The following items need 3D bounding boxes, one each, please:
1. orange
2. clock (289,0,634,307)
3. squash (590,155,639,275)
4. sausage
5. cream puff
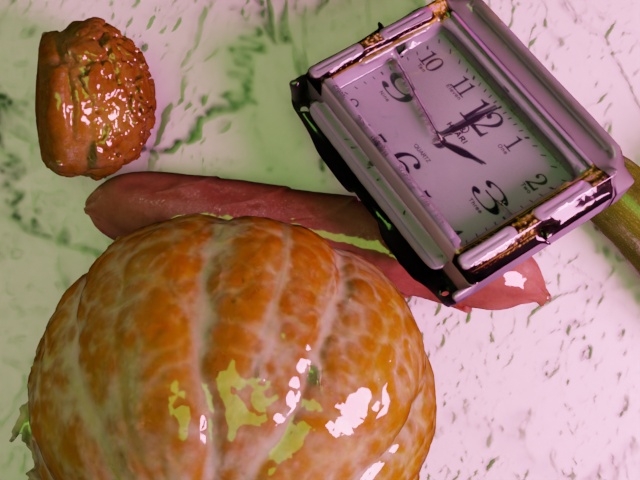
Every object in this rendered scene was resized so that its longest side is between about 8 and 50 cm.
[{"bbox_3d":[-0.068,0.137,0.635,0.330,0.249,0.329,4,128,5],"label":"orange"},{"bbox_3d":[0.112,-0.086,0.679,0.186,0.083,0.253,-30,69,-12],"label":"clock"},{"bbox_3d":[0.314,0.011,0.726,0.080,0.071,0.318,-41,90,11],"label":"squash"},{"bbox_3d":[0.001,-0.002,0.728,0.434,0.088,0.087,11,93,1],"label":"sausage"},{"bbox_3d":[-0.198,-0.124,0.708,0.103,0.126,0.143,-2,99,-13],"label":"cream puff"}]
